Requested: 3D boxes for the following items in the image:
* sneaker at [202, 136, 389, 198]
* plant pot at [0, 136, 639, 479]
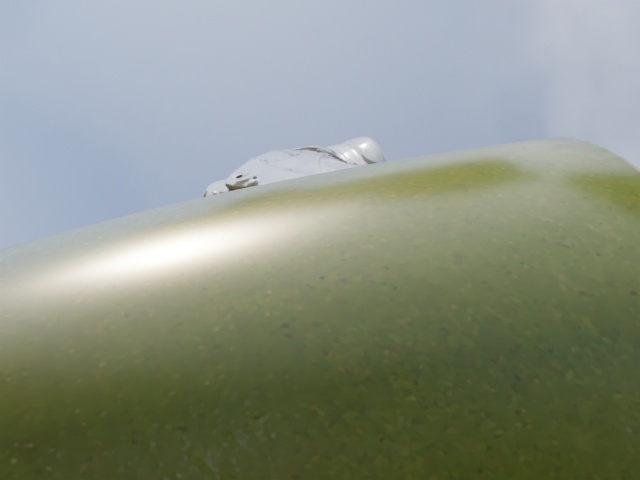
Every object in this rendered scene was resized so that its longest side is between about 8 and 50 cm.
[{"bbox_3d":[0.000,0.000,1.287,0.305,0.152,0.114,-142,-134,-76],"label":"sneaker"},{"bbox_3d":[-0.068,0.110,0.491,0.275,0.293,0.275,179,-90,-72],"label":"plant pot"}]
